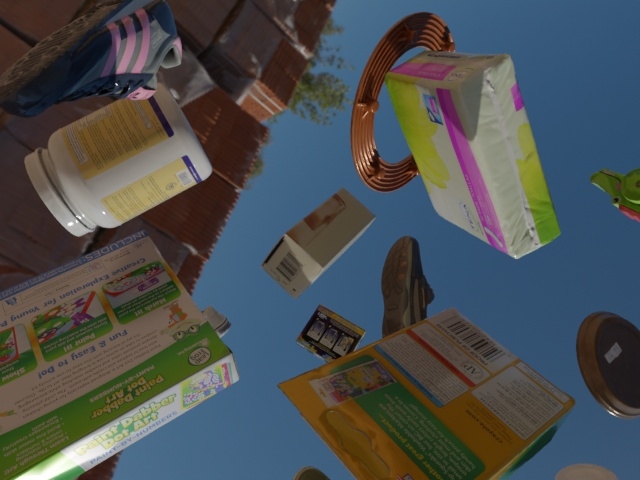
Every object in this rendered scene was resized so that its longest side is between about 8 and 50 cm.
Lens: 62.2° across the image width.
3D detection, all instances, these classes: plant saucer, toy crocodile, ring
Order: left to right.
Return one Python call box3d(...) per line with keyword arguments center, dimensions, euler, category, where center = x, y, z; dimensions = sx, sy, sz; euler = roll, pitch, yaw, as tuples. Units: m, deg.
box3d(center=(0.172, -0.247, 0.997), dimensions=(0.032, 0.336, 0.337), euler=(27, -99, 35), category="ring")
box3d(center=(0.776, 0.316, 1.372), dimensions=(0.041, 0.277, 0.278), euler=(-39, -153, 58), category="plant saucer")
box3d(center=(0.648, -0.045, 0.961), dimensions=(0.340, 0.115, 0.105), euler=(39, -73, 46), category="toy crocodile")

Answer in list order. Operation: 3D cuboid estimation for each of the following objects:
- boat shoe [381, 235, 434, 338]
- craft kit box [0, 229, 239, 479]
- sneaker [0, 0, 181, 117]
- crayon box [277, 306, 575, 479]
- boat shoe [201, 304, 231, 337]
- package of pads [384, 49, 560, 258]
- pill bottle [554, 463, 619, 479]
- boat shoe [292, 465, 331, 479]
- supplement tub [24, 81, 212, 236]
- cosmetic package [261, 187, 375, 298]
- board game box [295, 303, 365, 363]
box3d(center=(0.268, 0.166, 1.617), dimensions=(0.132, 0.130, 0.356), euler=(-11, -110, 60), category="boat shoe")
box3d(center=(-0.255, 0.117, 0.574), dimensions=(0.249, 0.061, 0.246), euler=(-27, -136, -22), category="craft kit box")
box3d(center=(-0.274, -0.226, 0.694), dimensions=(0.112, 0.131, 0.319), euler=(-1, -138, 27), category="sneaker")
box3d(center=(0.125, 0.207, 0.626), dimensions=(0.203, 0.323, 0.083), euler=(40, -53, 36), category="crayon box")
box3d(center=(-0.332, 0.222, 1.339), dimensions=(0.267, 0.088, 0.096), euler=(-21, -161, 46), category="boat shoe")
box3d(center=(0.224, -0.137, 0.813), dimensions=(0.101, 0.297, 0.229), euler=(-31, -153, -6), category="package of pads")
box3d(center=(0.567, 0.592, 1.093), dimensions=(0.124, 0.222, 0.124), euler=(-13, -174, 1), category="pill bottle")
box3d(center=(0.019, 0.684, 1.324), dimensions=(0.113, 0.302, 0.103), euler=(-33, -171, -16), category="boat shoe")
box3d(center=(-0.437, -0.176, 1.178), dimensions=(0.331, 0.241, 0.241), euler=(-29, -153, -7), category="supplement tub")
box3d(center=(0.000, 0.000, 1.373), dimensions=(0.296, 0.129, 0.153), euler=(-41, 172, -50), category="cosmetic package")
box3d(center=(0.032, 0.299, 1.632), dimensions=(0.141, 0.170, 0.048), euler=(-54, 162, -21), category="board game box")
